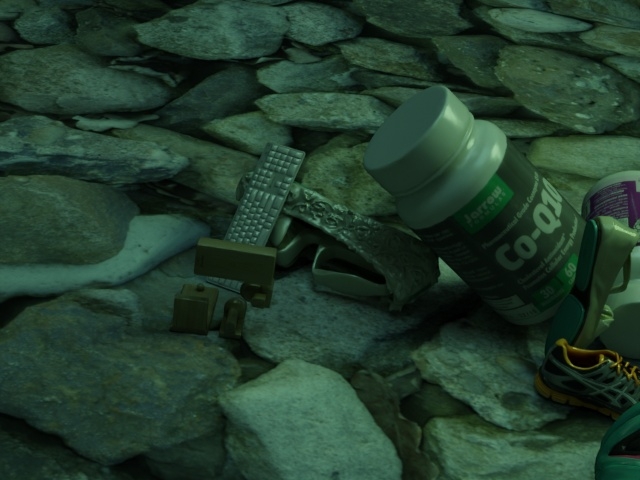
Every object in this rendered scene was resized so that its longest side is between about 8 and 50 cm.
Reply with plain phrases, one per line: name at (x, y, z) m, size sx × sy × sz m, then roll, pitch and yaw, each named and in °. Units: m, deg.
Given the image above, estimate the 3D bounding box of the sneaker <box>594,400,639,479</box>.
sneaker at (0.473, 0.264, 1.344) m, size 0.295 × 0.124 × 0.178 m, roll -11°, pitch 38°, yaw 5°

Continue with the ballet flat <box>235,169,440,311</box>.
ballet flat at (0.000, 0.000, 1.787) m, size 0.408 × 0.147 × 0.147 m, roll 22°, pitch 32°, yaw 27°

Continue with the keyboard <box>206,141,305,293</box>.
keyboard at (-0.104, -0.039, 1.767) m, size 0.072 × 0.256 × 0.014 m, roll 17°, pitch -14°, yaw 26°

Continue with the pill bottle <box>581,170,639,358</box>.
pill bottle at (0.504, 0.039, 1.743) m, size 0.169 × 0.169 × 0.302 m, roll 9°, pitch 43°, yaw 4°

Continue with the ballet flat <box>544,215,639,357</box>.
ballet flat at (0.401, 0.083, 1.587) m, size 0.086 × 0.249 × 0.086 m, roll 11°, pitch 26°, yaw -5°

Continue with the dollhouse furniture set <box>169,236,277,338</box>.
dollhouse furniture set at (-0.140, 0.049, 1.635) m, size 0.144 × 0.151 × 0.123 m, roll 8°, pitch 28°, yaw -1°

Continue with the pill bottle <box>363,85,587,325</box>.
pill bottle at (0.245, -0.053, 1.666) m, size 0.361 × 0.204 × 0.204 m, roll 42°, pitch 20°, yaw -21°

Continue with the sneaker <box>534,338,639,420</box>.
sneaker at (0.416, 0.200, 1.544) m, size 0.214 × 0.083 × 0.084 m, roll 11°, pitch 27°, yaw 6°
